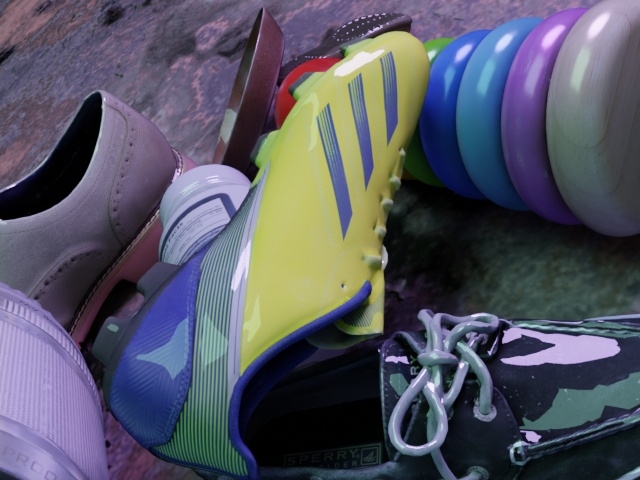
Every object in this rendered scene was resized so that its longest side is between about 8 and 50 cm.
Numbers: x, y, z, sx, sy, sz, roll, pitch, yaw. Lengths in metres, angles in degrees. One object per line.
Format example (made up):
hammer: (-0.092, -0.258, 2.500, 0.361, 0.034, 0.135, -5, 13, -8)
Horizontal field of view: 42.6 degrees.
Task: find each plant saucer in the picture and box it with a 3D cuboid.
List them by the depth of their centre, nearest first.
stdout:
plant saucer: (-0.065, -0.122, 0.735, 0.168, 0.029, 0.169, -164, 90, -77)

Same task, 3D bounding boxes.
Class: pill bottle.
pill bottle: (-0.058, 0.022, 0.596, 0.108, 0.108, 0.180, -36, 40, 3)

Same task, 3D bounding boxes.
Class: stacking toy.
stacking toy: (0.084, -0.086, 0.591, 0.330, 0.141, 0.141, 9, 58, 49)

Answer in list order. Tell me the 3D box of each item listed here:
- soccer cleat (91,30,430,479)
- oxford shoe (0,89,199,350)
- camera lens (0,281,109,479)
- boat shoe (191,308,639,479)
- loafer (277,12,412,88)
soccer cleat: (0.000, 0.001, 0.461, 0.121, 0.093, 0.289, 27, 65, 19)
oxford shoe: (-0.272, 0.043, 0.701, 0.140, 0.146, 0.397, 19, 68, 42)
camera lens: (-0.237, 0.153, 0.484, 0.219, 0.219, 0.274, -41, 23, -3)
boat shoe: (0.066, 0.090, 0.444, 0.306, 0.105, 0.113, -14, 46, 26)
loafer: (0.025, -0.164, 0.757, 0.148, 0.050, 0.056, -32, 32, -16)
